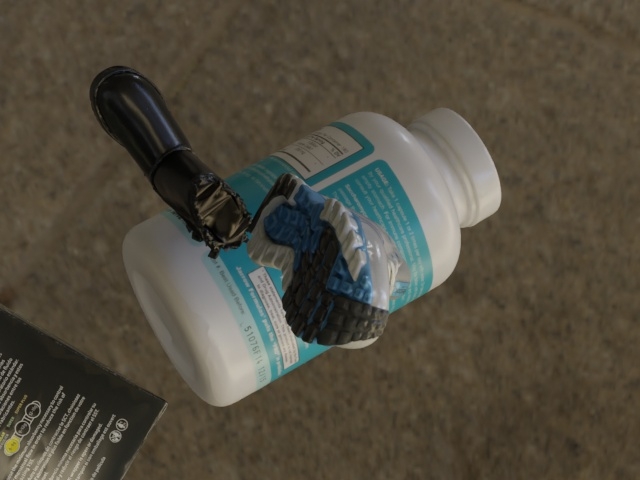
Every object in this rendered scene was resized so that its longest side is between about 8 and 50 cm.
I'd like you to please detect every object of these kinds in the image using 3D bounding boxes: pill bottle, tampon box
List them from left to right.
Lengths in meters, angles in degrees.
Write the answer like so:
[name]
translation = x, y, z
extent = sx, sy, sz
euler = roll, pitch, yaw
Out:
[tampon box]
translation = -0.190, 0.091, 0.812
extent = 0.161, 0.120, 0.101
euler = 32, 82, -15
[pill bottle]
translation = 0.000, 0.000, 1.047
extent = 0.264, 0.146, 0.146
euler = -28, 59, -16

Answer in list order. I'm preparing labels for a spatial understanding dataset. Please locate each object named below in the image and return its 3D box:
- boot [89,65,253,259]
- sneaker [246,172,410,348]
[boot]
translation = -0.094, -0.049, 0.914
extent = 0.045, 0.121, 0.099
euler = -36, 39, -9
[sneaker]
translation = 0.020, 0.015, 0.795
extent = 0.083, 0.071, 0.190
euler = 23, 12, -19
